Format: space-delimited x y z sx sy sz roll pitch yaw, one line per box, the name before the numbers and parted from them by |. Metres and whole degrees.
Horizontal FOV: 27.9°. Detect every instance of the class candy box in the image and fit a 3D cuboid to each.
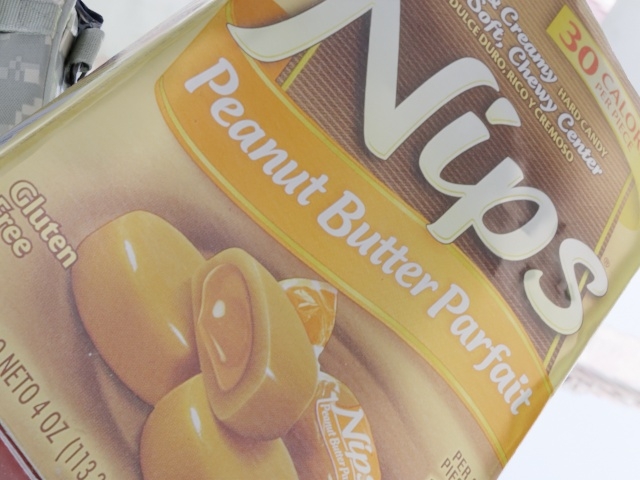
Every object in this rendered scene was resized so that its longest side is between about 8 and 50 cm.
candy box | 0.000 0.000 0.447 0.316 0.087 0.183 -45 -71 -40

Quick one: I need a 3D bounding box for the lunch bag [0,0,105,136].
lunch bag | -0.297 -0.061 0.745 0.305 0.256 0.212 10 -131 -16
